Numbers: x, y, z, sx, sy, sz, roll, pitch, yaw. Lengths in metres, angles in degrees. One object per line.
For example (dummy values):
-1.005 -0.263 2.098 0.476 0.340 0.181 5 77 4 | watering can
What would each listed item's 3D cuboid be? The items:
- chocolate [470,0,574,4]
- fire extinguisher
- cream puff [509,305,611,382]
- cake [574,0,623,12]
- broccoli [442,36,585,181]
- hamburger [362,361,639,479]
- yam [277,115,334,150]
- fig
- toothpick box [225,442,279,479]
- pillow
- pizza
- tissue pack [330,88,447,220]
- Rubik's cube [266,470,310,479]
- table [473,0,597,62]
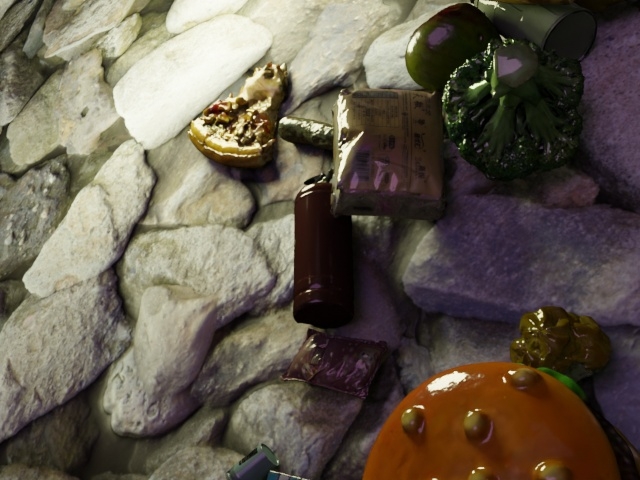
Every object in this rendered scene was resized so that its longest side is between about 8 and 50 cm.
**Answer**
0.363 -0.463 1.522 0.219 0.085 0.086 22 76 40 | chocolate
0.000 0.000 1.621 0.135 0.114 0.338 -38 42 45 | fire extinguisher
0.356 0.157 1.270 0.156 0.156 0.121 -18 71 23 | cream puff
0.527 -0.551 1.588 0.179 0.156 0.261 -3 54 50 | cake
0.338 -0.240 1.451 0.269 0.270 0.270 -3 72 10 | broccoli
0.238 0.365 1.099 0.395 0.277 0.396 -24 49 31 | hamburger
0.026 -0.214 1.772 0.274 0.061 0.061 18 73 39 | yam
0.262 -0.367 1.641 0.191 0.181 0.181 25 76 13 | fig
-0.120 0.402 1.485 0.083 0.052 0.052 -41 48 3 | toothpick box
0.026 0.219 1.511 0.184 0.043 0.118 9 62 34 | pillow
-0.158 -0.272 1.921 0.287 0.074 0.251 -41 50 7 | pizza
0.126 -0.170 1.597 0.214 0.123 0.257 3 61 -1 | tissue pack
-0.039 0.439 1.381 0.092 0.092 0.092 3 65 35 | Rubik's cube
0.405 -0.424 1.606 0.126 0.126 0.220 -41 47 5 | table
